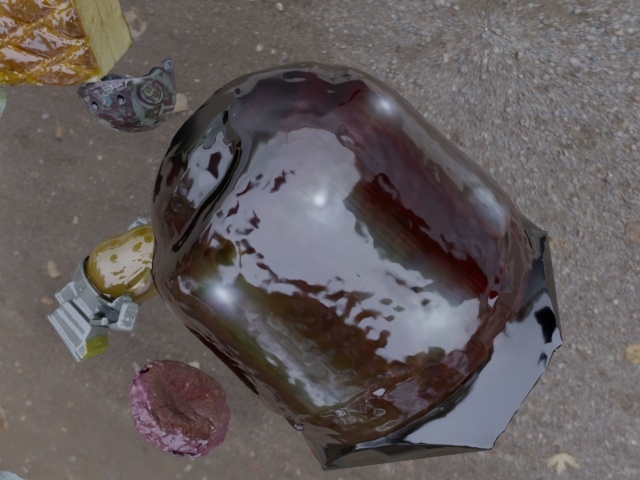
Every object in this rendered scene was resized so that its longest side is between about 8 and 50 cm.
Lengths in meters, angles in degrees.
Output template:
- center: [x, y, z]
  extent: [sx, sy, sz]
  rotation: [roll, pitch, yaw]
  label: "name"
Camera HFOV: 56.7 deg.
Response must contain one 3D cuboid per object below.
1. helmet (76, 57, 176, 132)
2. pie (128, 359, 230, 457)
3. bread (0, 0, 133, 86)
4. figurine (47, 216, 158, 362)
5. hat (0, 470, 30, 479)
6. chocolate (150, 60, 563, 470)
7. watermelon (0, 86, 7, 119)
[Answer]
- center: [-0.315, -0.232, 1.000]
  extent: [0.153, 0.177, 0.107]
  rotation: [-7, 115, 14]
  label: "helmet"
- center: [-0.180, 0.213, 0.767]
  extent: [0.154, 0.153, 0.038]
  rotation: [33, 107, 2]
  label: "pie"
- center: [-0.569, -0.476, 1.195]
  extent: [0.279, 0.207, 0.279]
  rotation: [2, 132, 6]
  label: "bread"
- center: [-0.398, 0.079, 1.186]
  extent: [0.285, 0.167, 0.342]
  rotation: [-44, 51, 15]
  label: "figurine"
- center: [-0.299, 0.356, 0.465]
  extent: [0.258, 0.301, 0.168]
  rotation: [27, 136, -4]
  label: "hat"
- center: [0.000, 0.000, 0.604]
  extent: [0.384, 0.383, 0.331]
  rotation: [-32, 129, 23]
  label: "chocolate"
- center: [-0.779, -0.250, 1.249]
  extent: [0.310, 0.193, 0.231]
  rotation: [16, 73, 23]
  label: "watermelon"
